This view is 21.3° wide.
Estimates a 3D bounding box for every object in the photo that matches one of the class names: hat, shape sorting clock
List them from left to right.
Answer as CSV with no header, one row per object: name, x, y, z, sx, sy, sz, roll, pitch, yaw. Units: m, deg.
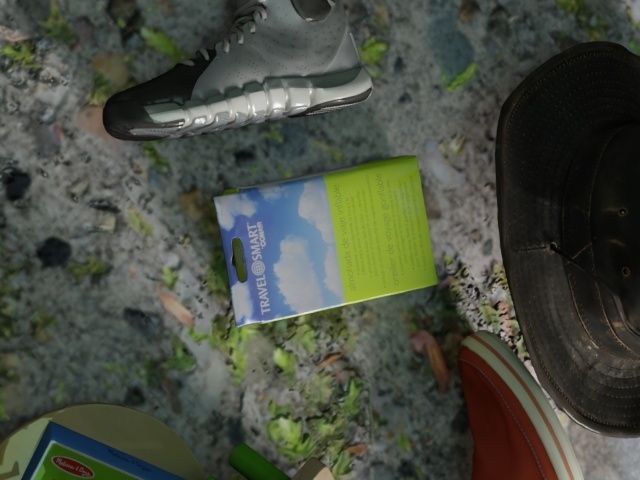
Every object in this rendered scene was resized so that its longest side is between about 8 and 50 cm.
shape sorting clock,-0.177,0.222,1.275,0.206,0.040,0.206,-6,104,-25
hat,0.283,-0.008,1.375,0.331,0.134,0.331,8,78,-38

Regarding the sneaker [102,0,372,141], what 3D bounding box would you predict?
sneaker,-0.073,-0.152,1.303,0.229,0.086,0.132,-12,90,-33

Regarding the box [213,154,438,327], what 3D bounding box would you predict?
box,0.000,0.000,1.349,0.178,0.042,0.109,-12,94,-23

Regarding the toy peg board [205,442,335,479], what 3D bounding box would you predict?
toy peg board,-0.057,0.244,1.298,0.161,0.079,0.160,-46,147,-16

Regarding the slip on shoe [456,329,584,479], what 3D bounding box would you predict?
slip on shoe,0.160,0.236,1.378,0.101,0.123,0.331,-13,92,-11
